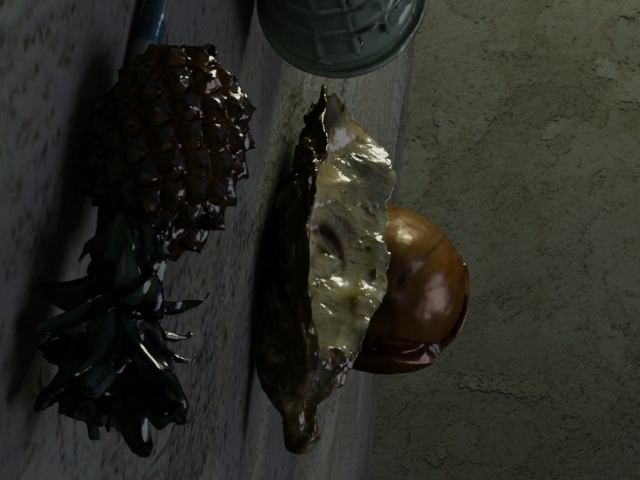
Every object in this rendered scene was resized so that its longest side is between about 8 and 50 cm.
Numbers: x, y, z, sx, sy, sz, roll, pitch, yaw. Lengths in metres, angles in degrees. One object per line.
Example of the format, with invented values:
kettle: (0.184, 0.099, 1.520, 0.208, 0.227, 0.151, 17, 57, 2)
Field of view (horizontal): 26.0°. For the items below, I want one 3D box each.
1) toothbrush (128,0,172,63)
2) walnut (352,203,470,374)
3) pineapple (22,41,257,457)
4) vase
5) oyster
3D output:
toothbrush: (-0.077, -0.209, 0.803, 0.019, 0.025, 0.276, 80, 18, -71)
walnut: (0.077, 0.052, 1.710, 0.336, 0.209, 0.209, -90, -175, -80)
pineapple: (-0.083, -0.006, 0.693, 0.103, 0.083, 0.221, 83, 17, -62)
vase: (0.000, -0.237, 0.989, 0.299, 0.143, 0.143, 65, 32, -73)
oyster: (-0.010, -0.004, 1.384, 0.204, 0.111, 0.396, 62, 32, -48)
